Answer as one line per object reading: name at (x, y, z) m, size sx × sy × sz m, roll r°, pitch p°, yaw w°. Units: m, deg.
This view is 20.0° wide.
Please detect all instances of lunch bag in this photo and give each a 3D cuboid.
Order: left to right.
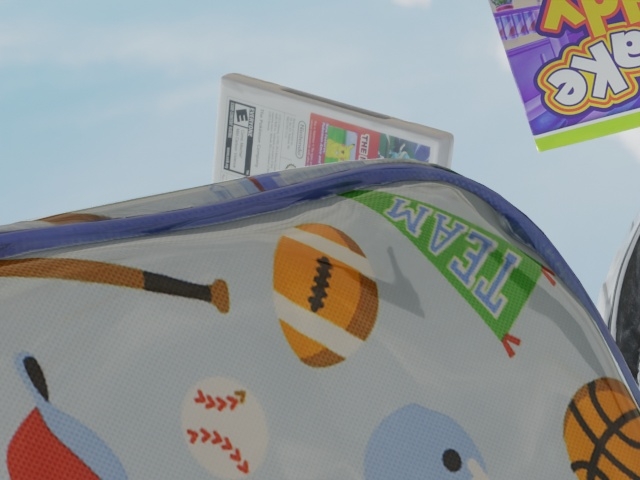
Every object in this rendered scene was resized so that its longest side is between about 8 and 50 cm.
lunch bag at (-0.003, 0.126, 0.403) m, size 0.243 × 0.115 × 0.303 m, roll -14°, pitch -108°, yaw -44°

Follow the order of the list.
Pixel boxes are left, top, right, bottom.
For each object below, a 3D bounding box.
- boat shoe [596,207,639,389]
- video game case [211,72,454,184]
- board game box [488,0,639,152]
boat shoe at (0.259, -0.002, 1.148) m, size 0.108 × 0.301 × 0.102 m, roll 21°, pitch -177°, yaw -5°
video game case at (0.000, 0.000, 1.261) m, size 0.183 × 0.201 × 0.023 m, roll 18°, pitch -157°, yaw 30°
board game box at (0.247, -0.204, 0.938) m, size 0.347 × 0.233 × 0.078 m, roll -15°, pitch -159°, yaw 19°
